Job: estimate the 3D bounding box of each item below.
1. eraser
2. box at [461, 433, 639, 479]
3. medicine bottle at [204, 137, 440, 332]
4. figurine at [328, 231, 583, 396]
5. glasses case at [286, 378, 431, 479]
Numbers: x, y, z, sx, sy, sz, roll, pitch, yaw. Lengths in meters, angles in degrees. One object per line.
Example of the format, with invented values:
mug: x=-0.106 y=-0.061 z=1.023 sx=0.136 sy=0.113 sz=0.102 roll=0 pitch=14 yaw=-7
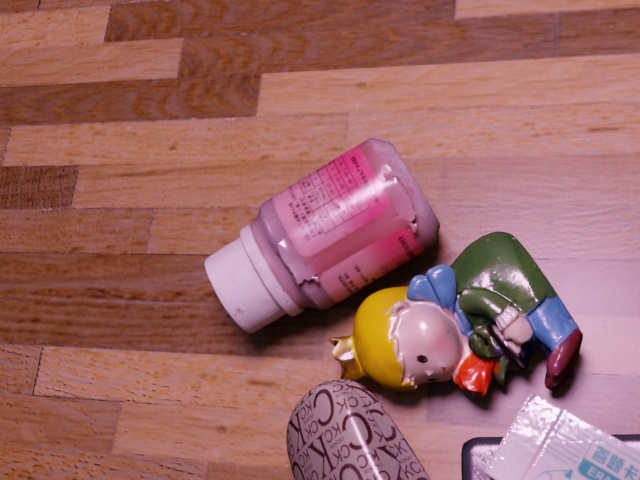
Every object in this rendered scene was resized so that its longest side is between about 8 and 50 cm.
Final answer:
eraser: x=0.272 y=0.238 z=0.842 sx=0.225 sy=0.052 sz=0.095 roll=29 pitch=83 yaw=24
box: x=0.254 y=0.270 z=0.893 sx=0.230 sy=0.050 sz=0.160 roll=-5 pitch=69 yaw=16
medicine bottle: x=0.000 y=0.000 z=1.022 sx=0.247 sy=0.147 sz=0.147 roll=-30 pitch=65 yaw=6
figurine: x=0.137 y=0.110 z=0.959 sx=0.234 sy=0.127 sz=0.185 roll=-30 pitch=72 yaw=-5
glasses case: x=0.072 y=0.302 z=0.899 sx=0.137 sy=0.085 sz=0.355 roll=-53 pitch=56 yaw=39
